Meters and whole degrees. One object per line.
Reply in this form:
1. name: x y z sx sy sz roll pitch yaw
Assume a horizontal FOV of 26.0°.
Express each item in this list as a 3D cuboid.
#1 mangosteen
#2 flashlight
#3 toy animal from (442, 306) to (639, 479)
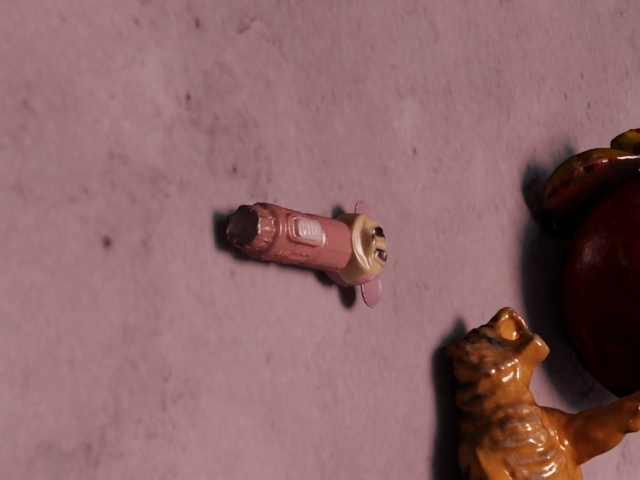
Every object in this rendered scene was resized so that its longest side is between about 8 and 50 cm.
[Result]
1. mangosteen: 0.221 0.012 0.849 0.200 0.200 0.199 26 58 -52
2. flashlight: 0.000 0.000 0.613 0.110 0.031 0.052 12 70 -56
3. toy animal: 0.136 0.168 0.731 0.114 0.116 0.255 -44 125 -34
